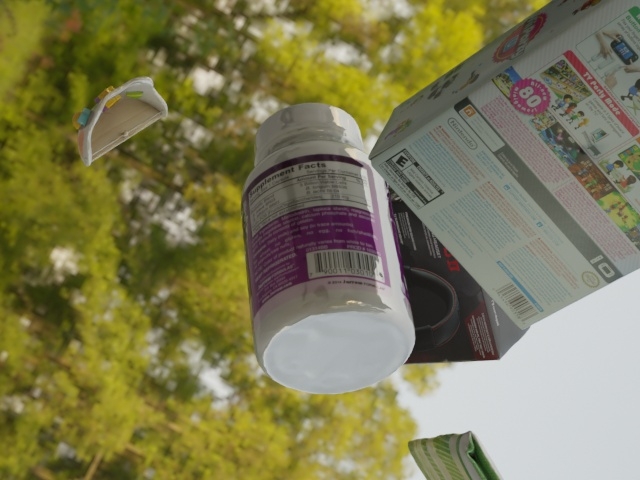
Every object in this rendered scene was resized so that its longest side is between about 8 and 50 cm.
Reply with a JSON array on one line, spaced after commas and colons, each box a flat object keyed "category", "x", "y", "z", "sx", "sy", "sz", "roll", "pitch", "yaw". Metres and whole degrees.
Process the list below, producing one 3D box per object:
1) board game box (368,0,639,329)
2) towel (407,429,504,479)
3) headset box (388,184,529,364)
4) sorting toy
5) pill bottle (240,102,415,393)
[{"category": "board game box", "x": 0.228, "y": -0.084, "z": 1.157, "sx": 0.303, "sy": 0.224, "sz": 0.097, "roll": -32, "pitch": -161, "yaw": 37}, {"category": "towel", "x": 0.211, "y": 0.352, "z": 1.697, "sx": 0.038, "sy": 0.248, "sz": 0.325, "roll": -32, "pitch": 174, "yaw": -10}, {"category": "headset box", "x": 0.116, "y": 0.037, "z": 1.660, "sx": 0.293, "sy": 0.218, "sz": 0.110, "roll": -6, "pitch": -163, "yaw": 33}, {"category": "sorting toy", "x": -0.165, "y": -0.108, "z": 1.084, "sx": 0.083, "sy": 0.045, "sz": 0.075, "roll": -36, "pitch": 178, "yaw": -22}, {"category": "pill bottle", "x": 0.000, "y": 0.000, "z": 1.442, "sx": 0.169, "sy": 0.169, "sz": 0.302, "roll": -51, "pitch": -146, "yaw": 41}]
